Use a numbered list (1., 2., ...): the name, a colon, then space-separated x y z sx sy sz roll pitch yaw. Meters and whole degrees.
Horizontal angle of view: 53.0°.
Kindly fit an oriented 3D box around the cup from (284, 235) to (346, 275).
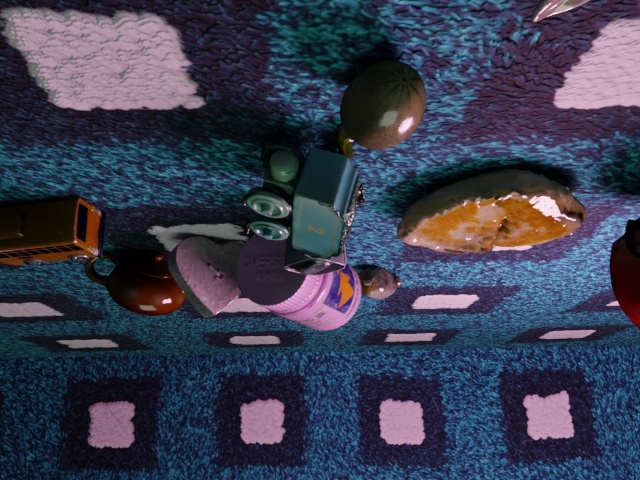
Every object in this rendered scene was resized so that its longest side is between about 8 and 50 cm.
1. cup: 0.000 0.000 1.201 0.128 0.129 0.095 16 156 -42

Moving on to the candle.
1. candle: -0.229 0.079 1.375 0.192 0.169 0.068 10 165 -28

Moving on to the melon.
1. melon: 0.075 -0.162 0.768 0.098 0.098 0.131 3 159 -14

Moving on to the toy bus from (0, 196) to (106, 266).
1. toy bus: -0.509 -0.013 1.173 0.201 0.098 0.114 -5 161 11

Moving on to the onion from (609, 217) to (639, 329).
1. onion: 0.699 0.059 1.098 0.341 0.341 0.341 -1 162 0

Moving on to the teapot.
1. teapot: -0.408 0.081 1.460 0.252 0.135 0.178 19 -171 -6

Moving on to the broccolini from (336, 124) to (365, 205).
1. broccolini: 0.042 -0.106 0.998 0.067 0.058 0.216 -1 161 -1

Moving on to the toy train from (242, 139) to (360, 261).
1. toy train: -0.025 -0.060 0.985 0.163 0.112 0.203 14 157 3

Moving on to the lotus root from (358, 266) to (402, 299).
1. lotus root: 0.150 0.112 1.642 0.088 0.088 0.165 -13 168 32

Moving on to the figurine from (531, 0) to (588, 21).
1. figurine: 0.289 -0.246 0.505 0.155 0.127 0.235 -5 170 -22

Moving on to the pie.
1. pie: 0.312 -0.042 1.191 0.339 0.077 0.339 2 163 1

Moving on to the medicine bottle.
1. medicine bottle: -0.039 0.087 1.390 0.178 0.178 0.290 -9 160 21
